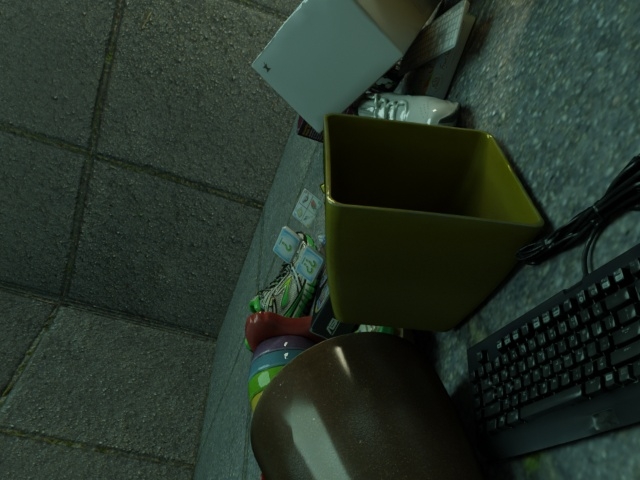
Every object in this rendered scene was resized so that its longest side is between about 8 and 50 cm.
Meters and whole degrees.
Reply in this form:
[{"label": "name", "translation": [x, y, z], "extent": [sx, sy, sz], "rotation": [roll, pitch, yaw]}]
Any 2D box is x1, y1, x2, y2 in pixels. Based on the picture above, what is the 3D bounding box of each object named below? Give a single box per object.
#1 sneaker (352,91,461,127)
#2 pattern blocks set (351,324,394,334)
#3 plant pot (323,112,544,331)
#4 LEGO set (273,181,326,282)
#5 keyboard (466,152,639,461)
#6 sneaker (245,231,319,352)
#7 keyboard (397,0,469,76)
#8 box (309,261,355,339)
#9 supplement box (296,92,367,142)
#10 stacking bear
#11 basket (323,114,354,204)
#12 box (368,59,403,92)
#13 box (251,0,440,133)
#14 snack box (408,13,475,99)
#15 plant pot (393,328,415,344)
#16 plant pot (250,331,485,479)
[{"label": "sneaker", "translation": [0.127, -0.187, 0.893], "extent": [0.297, 0.129, 0.111], "rotation": [-130, 59, -74]}, {"label": "pattern blocks set", "translation": [0.049, 0.170, 0.867], "extent": [0.325, 0.026, 0.285], "rotation": [151, 140, -82]}, {"label": "plant pot", "translation": [0.099, -0.011, 0.655], "extent": [0.212, 0.212, 0.187], "rotation": [-91, 7, -54]}, {"label": "LEGO set", "translation": [0.000, 0.000, 1.107], "extent": [0.060, 0.182, 0.244], "rotation": [-35, -20, -48]}, {"label": "keyboard", "translation": [0.211, 0.050, 0.445], "extent": [0.317, 0.033, 0.201], "rotation": [125, 158, -53]}, {"label": "sneaker", "translation": [-0.095, 0.135, 1.402], "extent": [0.134, 0.146, 0.343], "rotation": [142, 143, -70]}, {"label": "keyboard", "translation": [0.181, -0.332, 0.932], "extent": [0.256, 0.014, 0.072], "rotation": [-149, 78, -77]}, {"label": "box", "translation": [0.075, 0.003, 0.892], "extent": [0.270, 0.060, 0.216], "rotation": [-62, 6, 21]}, {"label": "supplement box", "translation": [0.057, -0.249, 1.140], "extent": [0.080, 0.188, 0.104], "rotation": [-85, 17, -45]}, {"label": "stacking bear", "translation": [-0.057, 0.298, 1.019], "extent": [0.164, 0.176, 0.289], "rotation": [107, 163, -48]}, {"label": "basket", "translation": [0.082, -0.148, 1.099], "extent": [0.113, 0.103, 0.167], "rotation": [-86, 17, -46]}, {"label": "box", "translation": [0.147, -0.369, 1.224], "extent": [0.083, 0.052, 0.062], "rotation": [128, 156, -56]}, {"label": "box", "translation": [0.062, -0.384, 1.002], "extent": [0.215, 0.168, 0.345], "rotation": [-36, 16, 41]}, {"label": "snack box", "translation": [0.202, -0.308, 0.935], "extent": [0.100, 0.037, 0.141], "rotation": [-116, 45, -74]}, {"label": "plant pot", "translation": [0.075, 0.210, 0.747], "extent": [0.236, 0.032, 0.236], "rotation": [-158, 90, -88]}, {"label": "plant pot", "translation": [0.063, 0.235, 0.501], "extent": [0.215, 0.215, 0.230], "rotation": [-69, 24, 17]}]
